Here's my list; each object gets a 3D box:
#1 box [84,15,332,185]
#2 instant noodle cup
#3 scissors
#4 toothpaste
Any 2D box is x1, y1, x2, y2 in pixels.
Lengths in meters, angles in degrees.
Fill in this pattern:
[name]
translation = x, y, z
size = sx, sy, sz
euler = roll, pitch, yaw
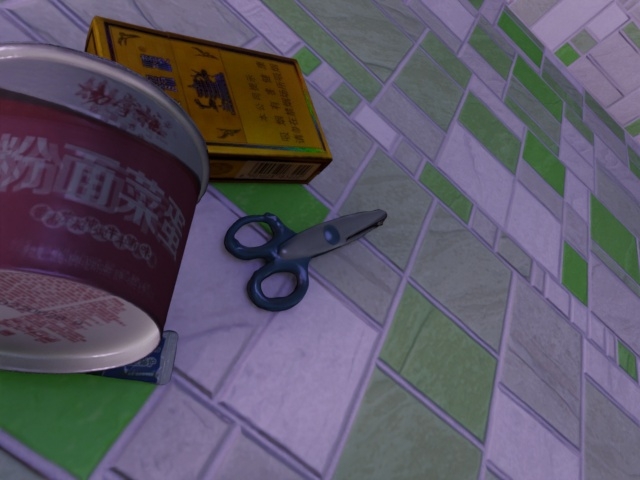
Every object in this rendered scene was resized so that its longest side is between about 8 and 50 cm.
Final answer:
[box]
translation = -0.147, -0.178, 0.627
size = 0.301, 0.084, 0.193
euler = -5, 67, -37
[instant noodle cup]
translation = -0.211, -0.007, 0.367
size = 0.234, 0.235, 0.179
euler = 15, 51, -29
[scissors]
translation = 0.000, 0.000, 0.657
size = 0.289, 0.041, 0.138
euler = -22, 79, -38
[toothpaste]
translation = -0.237, 0.104, 0.431
size = 0.197, 0.034, 0.057
euler = 15, 72, -30
